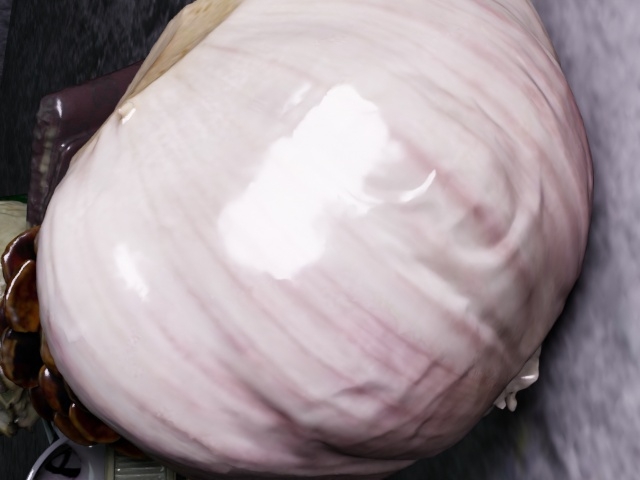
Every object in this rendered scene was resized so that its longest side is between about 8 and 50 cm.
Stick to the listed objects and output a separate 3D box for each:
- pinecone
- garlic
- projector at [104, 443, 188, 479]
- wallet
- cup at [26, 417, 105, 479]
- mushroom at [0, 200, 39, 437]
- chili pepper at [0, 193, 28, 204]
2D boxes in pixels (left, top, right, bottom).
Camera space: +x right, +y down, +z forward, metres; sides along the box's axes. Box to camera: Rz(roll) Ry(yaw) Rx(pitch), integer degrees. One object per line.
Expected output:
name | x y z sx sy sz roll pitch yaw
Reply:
pinecone | -0.144 0.064 1.369 0.309 0.244 0.244 19 105 56
garlic | 0.000 0.000 0.842 0.317 0.259 0.317 -54 12 16
projector | -0.147 0.308 1.469 0.193 0.088 0.269 91 174 -66
wallet | -0.171 -0.086 1.478 0.049 0.229 0.182 34 128 25
cup | -0.230 0.260 1.692 0.202 0.167 0.221 139 139 -70
mushroom | -0.312 0.056 1.579 0.190 0.164 0.267 31 147 26
chili pepper | -0.299 0.073 1.785 0.233 0.257 0.248 -102 19 -61
